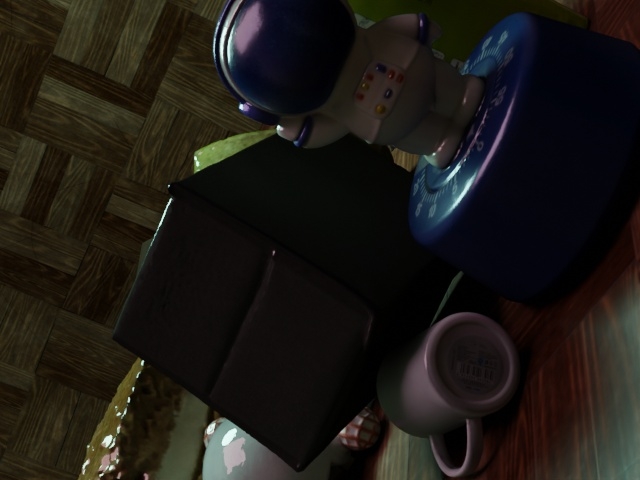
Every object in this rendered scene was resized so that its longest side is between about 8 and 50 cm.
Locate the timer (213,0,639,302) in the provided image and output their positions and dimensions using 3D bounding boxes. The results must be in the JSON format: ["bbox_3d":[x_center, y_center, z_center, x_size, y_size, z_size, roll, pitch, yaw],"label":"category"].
[{"bbox_3d":[0.082,-0.128,1.135,0.270,0.384,0.270,-158,90,-78],"label":"timer"}]

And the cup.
[{"bbox_3d":[0.131,0.146,1.164,0.099,0.136,0.133,-32,-6,-26],"label":"cup"}]

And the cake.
[{"bbox_3d":[-0.192,0.339,1.727,0.255,0.290,0.282,-54,16,40],"label":"cake"}]

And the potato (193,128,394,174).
[{"bbox_3d":[0.000,0.000,1.718,0.213,0.330,0.280,-26,56,31],"label":"potato"}]

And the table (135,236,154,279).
[{"bbox_3d":[-0.152,0.087,1.799,0.172,0.193,0.169,-26,43,31],"label":"table"}]

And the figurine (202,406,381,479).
[{"bbox_3d":[-0.055,0.216,1.514,0.281,0.167,0.370,-12,69,40],"label":"figurine"}]

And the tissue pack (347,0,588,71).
[{"bbox_3d":[0.127,-0.227,1.392,0.167,0.275,0.200,-68,11,-8],"label":"tissue pack"}]

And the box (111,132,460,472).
[{"bbox_3d":[-0.014,0.038,1.309,0.345,0.251,0.204,-33,-28,-60],"label":"box"}]
